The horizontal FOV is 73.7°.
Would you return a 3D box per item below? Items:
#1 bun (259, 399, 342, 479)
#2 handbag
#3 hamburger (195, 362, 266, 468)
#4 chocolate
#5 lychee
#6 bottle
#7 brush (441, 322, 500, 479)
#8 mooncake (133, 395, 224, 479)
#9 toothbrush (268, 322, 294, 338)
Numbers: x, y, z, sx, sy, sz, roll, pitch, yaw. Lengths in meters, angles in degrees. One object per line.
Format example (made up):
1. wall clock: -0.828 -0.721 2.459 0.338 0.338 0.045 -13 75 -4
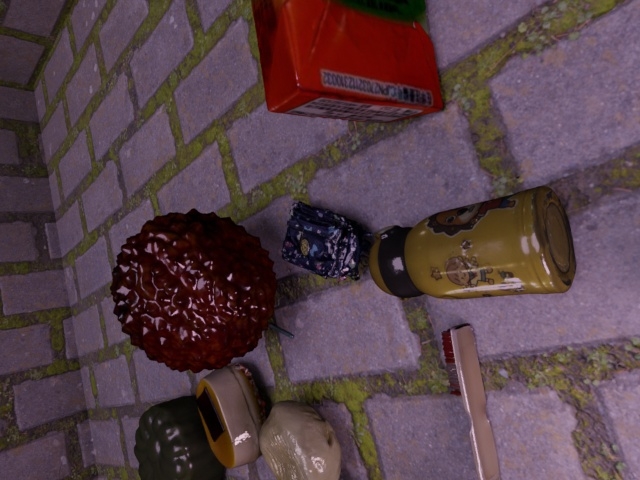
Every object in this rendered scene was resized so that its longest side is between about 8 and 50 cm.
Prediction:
1. bun: -0.044 0.518 1.084 0.259 0.160 0.259 25 126 40
2. handbag: 0.000 0.000 1.035 0.260 0.113 0.161 22 101 47
3. hamburger: -0.261 0.523 1.287 0.227 0.151 0.295 -35 75 44
4. chocolate: 0.040 -0.402 0.815 0.161 0.360 0.341 -14 83 55
5. lychee: -0.311 0.142 1.138 0.425 0.500 0.424 -11 51 14
6. bottle: 0.244 0.026 0.774 0.351 0.172 0.171 -13 84 41
7. brush: 0.291 0.326 0.833 0.050 0.060 0.320 -17 81 54
8. mooncake: -0.502 0.735 1.487 0.357 0.194 0.356 5 98 41
9. toothbrush: -0.139 0.252 1.242 0.167 0.014 0.011 16 95 40
